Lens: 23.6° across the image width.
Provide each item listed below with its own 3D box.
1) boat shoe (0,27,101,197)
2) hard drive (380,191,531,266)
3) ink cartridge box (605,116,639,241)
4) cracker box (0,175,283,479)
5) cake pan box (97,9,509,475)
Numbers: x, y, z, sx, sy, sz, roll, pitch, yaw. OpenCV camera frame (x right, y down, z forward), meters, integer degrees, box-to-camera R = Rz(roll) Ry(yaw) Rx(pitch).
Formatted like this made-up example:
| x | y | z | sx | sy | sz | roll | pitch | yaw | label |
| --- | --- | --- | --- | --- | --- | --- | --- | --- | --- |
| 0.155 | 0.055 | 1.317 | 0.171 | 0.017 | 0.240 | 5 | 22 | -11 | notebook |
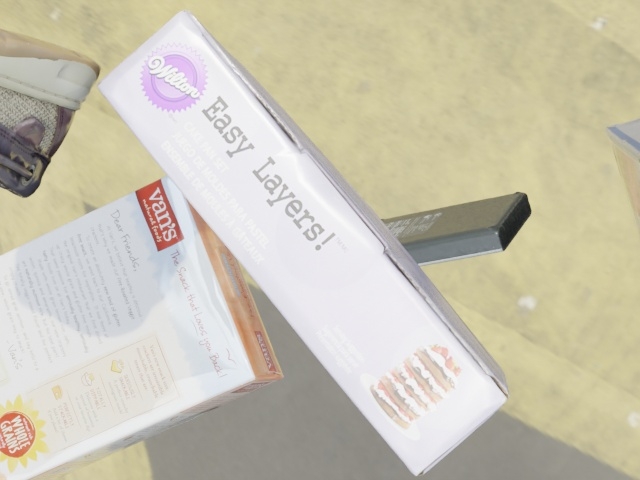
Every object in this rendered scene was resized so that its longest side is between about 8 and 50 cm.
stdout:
| x | y | z | sx | sy | sz | roll | pitch | yaw | label |
| --- | --- | --- | --- | --- | --- | --- | --- | --- | --- |
| -0.203 | -0.062 | 0.681 | 0.285 | 0.103 | 0.092 | 0 | 103 | -64 | boat shoe |
| 0.091 | -0.004 | 1.211 | 0.135 | 0.094 | 0.022 | -11 | 105 | 25 | hard drive |
| 0.367 | 0.082 | 1.245 | 0.151 | 0.270 | 0.395 | -19 | 97 | 8 | ink cartridge box |
| -0.162 | 0.071 | 1.087 | 0.232 | 0.067 | 0.155 | -24 | 78 | 15 | cracker box |
| 0.000 | 0.000 | 0.857 | 0.070 | 0.246 | 0.267 | -40 | 86 | 1 | cake pan box |
